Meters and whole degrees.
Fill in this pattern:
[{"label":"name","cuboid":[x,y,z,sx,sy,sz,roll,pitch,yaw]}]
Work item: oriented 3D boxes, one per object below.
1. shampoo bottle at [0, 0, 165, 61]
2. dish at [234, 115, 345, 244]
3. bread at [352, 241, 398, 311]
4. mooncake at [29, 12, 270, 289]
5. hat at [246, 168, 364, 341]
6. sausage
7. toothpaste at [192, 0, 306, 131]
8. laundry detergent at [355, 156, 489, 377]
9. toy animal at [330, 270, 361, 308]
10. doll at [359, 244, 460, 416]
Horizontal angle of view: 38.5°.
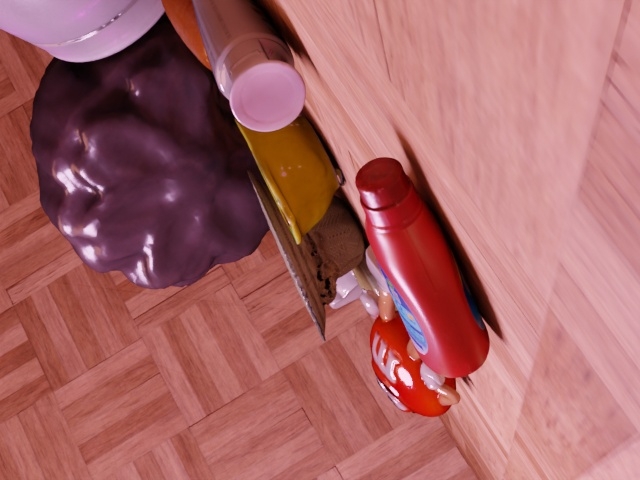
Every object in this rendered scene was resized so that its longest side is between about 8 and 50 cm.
[{"label":"shampoo bottle","cuboid":[-0.321,-0.374,1.097,0.273,0.273,0.266,58,-172,34]},{"label":"dish","cuboid":[-0.028,-0.082,1.018,0.149,0.080,0.208,64,177,-34]},{"label":"bread","cuboid":[0.080,0.061,1.299,0.193,0.036,0.112,62,174,-6]},{"label":"mooncake","cuboid":[-0.217,-0.115,1.297,0.381,0.351,0.212,28,-171,-40]},{"label":"hat","cuboid":[0.000,0.000,1.205,0.252,0.110,0.252,156,90,-87]},{"label":"sausage","cuboid":[-0.130,-0.254,1.042,0.197,0.076,0.076,56,177,41]},{"label":"toothpaste","cuboid":[-0.081,-0.196,0.819,0.100,0.066,0.323,53,-173,-37]},{"label":"laundry detergent","cuboid":[0.059,0.010,0.573,0.165,0.049,0.097,63,180,-41]},{"label":"toy animal","cuboid":[0.025,0.006,1.434,0.182,0.131,0.127,50,143,27]},{"label":"doll","cuboid":[0.096,0.123,1.038,0.183,0.085,0.217,56,169,35]}]
